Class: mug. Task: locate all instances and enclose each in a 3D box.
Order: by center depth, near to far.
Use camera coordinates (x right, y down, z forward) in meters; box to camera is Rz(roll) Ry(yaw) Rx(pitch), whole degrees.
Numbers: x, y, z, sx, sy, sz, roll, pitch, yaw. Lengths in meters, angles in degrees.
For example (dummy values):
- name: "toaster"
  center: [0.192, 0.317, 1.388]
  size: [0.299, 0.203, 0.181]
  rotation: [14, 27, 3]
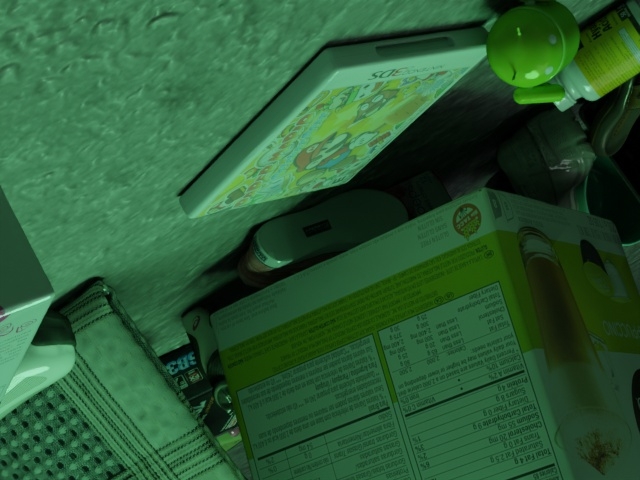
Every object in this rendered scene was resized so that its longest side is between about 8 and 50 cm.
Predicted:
- name: "mug"
  center: [0.352, -0.061, 1.968]
  size: [0.157, 0.129, 0.097]
  rotation: [-30, -167, -31]

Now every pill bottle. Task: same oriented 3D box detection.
- name: "pill bottle"
  center: [0.268, -0.174, 1.519]
  size: [0.116, 0.065, 0.065]
  rotation: [-34, 166, 16]

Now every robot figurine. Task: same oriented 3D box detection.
- name: "robot figurine"
  center: [0.178, -0.166, 1.331]
  size: [0.067, 0.101, 0.115]
  rotation: [7, -161, 21]

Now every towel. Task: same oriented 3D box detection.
- name: "towel"
  center: [-0.227, 0.247, 1.504]
  size: [0.312, 0.324, 0.056]
  rotation: [-34, -175, 20]

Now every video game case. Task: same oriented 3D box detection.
- name: "video game case"
  center: [0.014, -0.100, 1.354]
  size: [0.206, 0.026, 0.227]
  rotation: [-15, 160, -46]

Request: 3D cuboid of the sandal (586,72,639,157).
- name: "sandal"
  center: [0.346, -0.162, 1.665]
  size: [0.090, 0.060, 0.219]
  rotation: [-23, 147, -42]

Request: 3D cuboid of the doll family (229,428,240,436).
- name: "doll family"
  center: [-0.033, 0.207, 2.253]
  size: [0.163, 0.118, 0.263]
  rotation: [-30, 150, 31]

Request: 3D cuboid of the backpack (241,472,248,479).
- name: "backpack"
  center: [-0.168, 0.332, 1.845]
  size: [0.191, 0.225, 0.253]
  rotation: [-51, 160, 0]

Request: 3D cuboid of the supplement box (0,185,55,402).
- name: "supplement box"
  center: [-0.279, 0.053, 1.126]
  size: [0.111, 0.114, 0.220]
  rotation: [-21, 165, -30]

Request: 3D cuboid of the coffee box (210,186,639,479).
- name: "coffee box"
  center: [0.148, 0.178, 1.619]
  size: [0.338, 0.334, 0.337]
  rotation: [-25, 162, 28]

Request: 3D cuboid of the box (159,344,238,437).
- name: "box"
  center: [-0.208, 0.219, 1.969]
  size: [0.293, 0.073, 0.295]
  rotation: [-22, 165, -23]

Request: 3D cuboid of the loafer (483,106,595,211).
- name: "loafer"
  center: [0.235, -0.055, 1.818]
  size: [0.111, 0.112, 0.319]
  rotation: [-23, 158, -5]

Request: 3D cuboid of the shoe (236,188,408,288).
- name: "shoe"
  center: [0.000, 0.000, 1.623]
  size: [0.178, 0.064, 0.081]
  rotation: [-16, 163, -28]

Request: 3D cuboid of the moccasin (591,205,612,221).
- name: "moccasin"
  center: [0.247, 0.026, 2.119]
  size: [0.342, 0.117, 0.137]
  rotation: [-31, 155, 26]

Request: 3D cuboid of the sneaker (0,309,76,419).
- name: "sneaker"
  center: [-0.368, 0.255, 1.365]
  size: [0.447, 0.258, 0.169]
  rotation: [-30, 166, 3]

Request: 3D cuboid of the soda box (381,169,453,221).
- name: "soda box"
  center: [0.093, 0.011, 1.796]
  size: [0.092, 0.083, 0.263]
  rotation: [-25, 165, -11]

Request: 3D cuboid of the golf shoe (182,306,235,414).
- name: "golf shoe"
  center: [-0.064, 0.141, 1.807]
  size: [0.105, 0.120, 0.273]
  rotation: [-42, 156, 3]

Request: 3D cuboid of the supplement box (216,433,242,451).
- name: "supplement box"
  center: [-0.163, 0.286, 2.326]
  size: [0.083, 0.056, 0.083]
  rotation: [-39, 163, 35]

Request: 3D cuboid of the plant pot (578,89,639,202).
- name: "plant pot"
  center: [0.434, -0.135, 1.799]
  size: [0.187, 0.188, 0.167]
  rotation: [-36, 178, 24]
